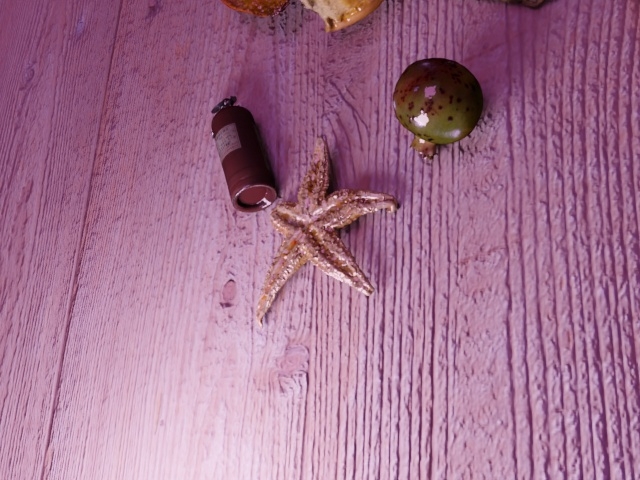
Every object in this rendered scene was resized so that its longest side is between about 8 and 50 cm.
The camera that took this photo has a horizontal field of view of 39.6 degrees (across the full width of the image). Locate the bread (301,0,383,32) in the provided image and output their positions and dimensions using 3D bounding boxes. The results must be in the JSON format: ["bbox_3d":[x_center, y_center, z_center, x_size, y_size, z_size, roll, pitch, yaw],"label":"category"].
[{"bbox_3d":[0.072,-0.442,1.322,0.133,0.174,0.251,12,78,34],"label":"bread"}]

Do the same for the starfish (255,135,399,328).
[{"bbox_3d":[-0.003,-0.002,1.255,0.231,0.048,0.295,18,81,38],"label":"starfish"}]

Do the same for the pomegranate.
[{"bbox_3d":[0.152,-0.180,1.184,0.130,0.130,0.130,-15,62,29],"label":"pomegranate"}]

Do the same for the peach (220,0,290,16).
[{"bbox_3d":[-0.093,-0.453,1.511,0.189,0.068,0.279,-27,54,13],"label":"peach"}]

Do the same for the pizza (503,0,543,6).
[{"bbox_3d":[0.267,-0.403,1.259,0.262,0.034,0.181,-7,65,32],"label":"pizza"}]

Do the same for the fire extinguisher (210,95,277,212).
[{"bbox_3d":[-0.135,-0.143,1.402,0.099,0.071,0.231,-54,43,39],"label":"fire extinguisher"}]
